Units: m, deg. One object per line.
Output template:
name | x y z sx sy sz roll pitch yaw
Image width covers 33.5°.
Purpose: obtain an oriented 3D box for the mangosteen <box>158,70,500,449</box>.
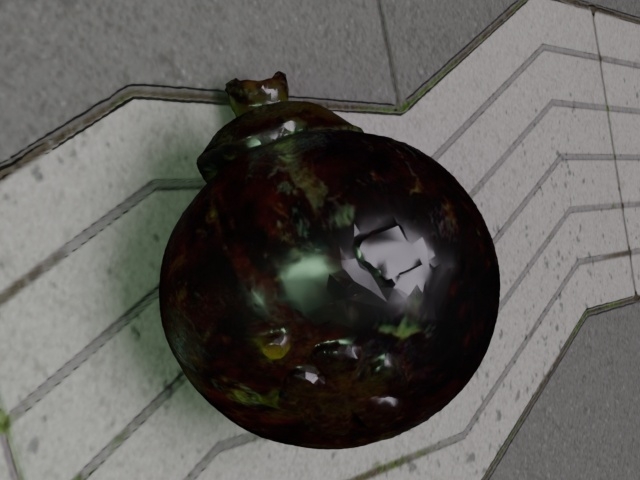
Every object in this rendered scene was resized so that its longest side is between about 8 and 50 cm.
mangosteen | 0.000 0.000 0.742 0.231 0.231 0.289 37 33 -45
